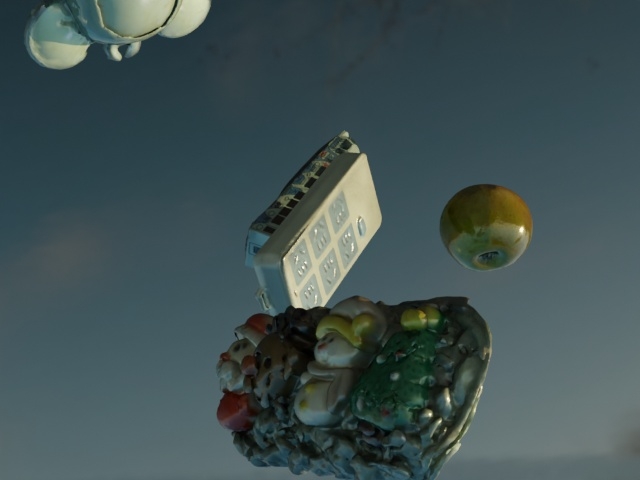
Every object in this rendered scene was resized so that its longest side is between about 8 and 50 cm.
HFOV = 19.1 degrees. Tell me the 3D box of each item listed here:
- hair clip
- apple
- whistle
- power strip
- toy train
[{"bbox_3d":[-0.001,0.094,1.309,0.091,0.138,0.321,29,165,-19],"label":"hair clip"},{"bbox_3d":[0.157,-0.010,1.811,0.089,0.074,0.089,-2,145,-2],"label":"apple"},{"bbox_3d":[-0.113,-0.202,0.988,0.114,0.077,0.235,-18,125,-24],"label":"whistle"},{"bbox_3d":[0.000,0.000,1.654,0.035,0.081,0.192,3,-145,30],"label":"power strip"},{"bbox_3d":[-0.010,-0.041,1.786,0.047,0.043,0.207,19,-143,17],"label":"toy train"}]
